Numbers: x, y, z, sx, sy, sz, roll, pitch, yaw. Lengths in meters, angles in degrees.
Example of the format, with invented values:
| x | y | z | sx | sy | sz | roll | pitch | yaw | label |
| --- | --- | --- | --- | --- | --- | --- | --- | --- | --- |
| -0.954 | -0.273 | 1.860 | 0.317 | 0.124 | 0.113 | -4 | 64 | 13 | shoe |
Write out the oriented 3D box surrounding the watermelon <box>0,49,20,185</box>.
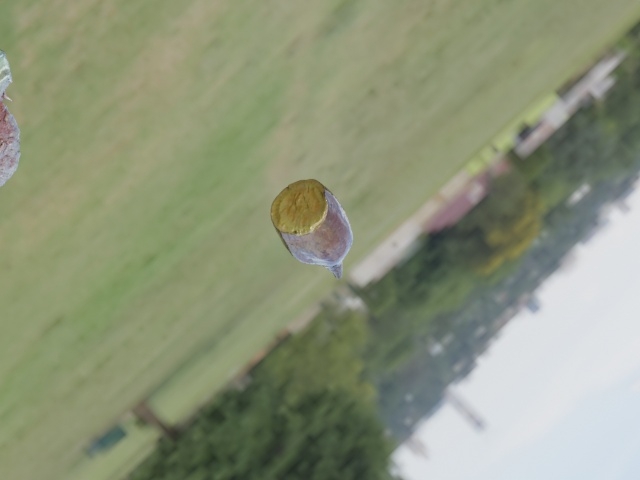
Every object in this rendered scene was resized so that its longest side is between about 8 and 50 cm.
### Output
| x | y | z | sx | sy | sz | roll | pitch | yaw | label |
| --- | --- | --- | --- | --- | --- | --- | --- | --- | --- |
| -0.294 | -0.084 | 1.435 | 0.187 | 0.139 | 0.071 | -13 | -131 | 41 | watermelon |

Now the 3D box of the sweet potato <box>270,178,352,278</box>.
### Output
| x | y | z | sx | sy | sz | roll | pitch | yaw | label |
| --- | --- | --- | --- | --- | --- | --- | --- | --- | --- |
| 0.000 | 0.000 | 1.239 | 0.049 | 0.049 | 0.117 | -43 | 151 | -9 | sweet potato |
